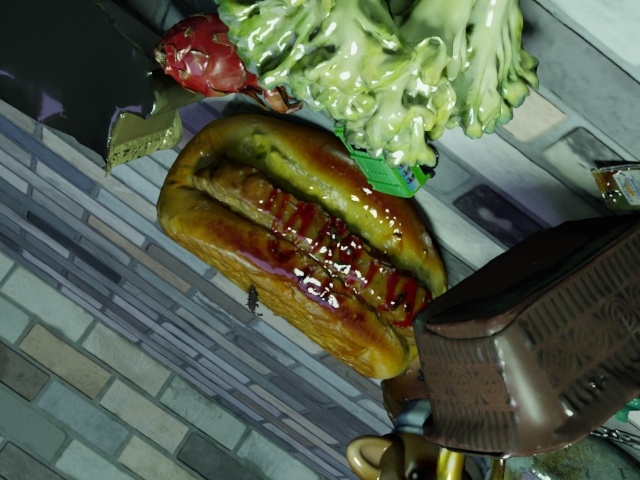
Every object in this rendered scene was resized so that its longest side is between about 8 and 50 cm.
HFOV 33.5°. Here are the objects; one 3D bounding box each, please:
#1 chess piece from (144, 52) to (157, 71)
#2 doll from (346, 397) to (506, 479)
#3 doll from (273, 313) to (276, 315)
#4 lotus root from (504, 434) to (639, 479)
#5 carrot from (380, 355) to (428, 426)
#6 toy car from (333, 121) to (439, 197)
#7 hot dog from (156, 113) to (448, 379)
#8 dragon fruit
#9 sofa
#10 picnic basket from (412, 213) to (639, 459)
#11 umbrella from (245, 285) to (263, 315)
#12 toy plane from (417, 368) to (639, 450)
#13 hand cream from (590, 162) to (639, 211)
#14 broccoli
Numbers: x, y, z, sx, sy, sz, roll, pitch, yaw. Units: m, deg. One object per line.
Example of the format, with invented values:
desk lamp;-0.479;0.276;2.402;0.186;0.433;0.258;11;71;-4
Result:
chess piece;-0.224;-0.220;1.371;0.035;0.035;0.092;3;140;54
doll;0.203;0.252;1.392;0.209;0.340;0.318;30;151;31
doll;-0.082;0.003;1.562;0.278;0.119;0.154;51;154;-17
lotus root;0.412;0.381;1.581;0.322;0.158;0.140;30;-175;-5
carrot;0.154;0.196;1.599;0.139;0.138;0.302;22;147;29
toy car;0.061;-0.115;1.133;0.071;0.062;0.165;15;152;42
hot dog;-0.001;0.002;1.313;0.405;0.185;0.223;36;161;-8
dragon fruit;-0.091;-0.196;1.179;0.190;0.094;0.094;17;171;-34
sofa;-0.266;-0.218;1.254;0.258;0.182;0.200;31;-160;8
picnic basket;0.224;0.080;1.025;0.222;0.297;0.129;-6;112;58
umbrella;-0.085;0.075;1.322;0.022;0.013;0.122;19;161;8
toy plane;0.305;0.162;1.271;0.382;0.155;0.106;23;163;-20
hand cream;0.322;-0.040;0.957;0.163;0.039;0.062;17;156;52
broccoli;0.072;-0.187;0.782;0.245;0.288;0.248;-26;80;50
